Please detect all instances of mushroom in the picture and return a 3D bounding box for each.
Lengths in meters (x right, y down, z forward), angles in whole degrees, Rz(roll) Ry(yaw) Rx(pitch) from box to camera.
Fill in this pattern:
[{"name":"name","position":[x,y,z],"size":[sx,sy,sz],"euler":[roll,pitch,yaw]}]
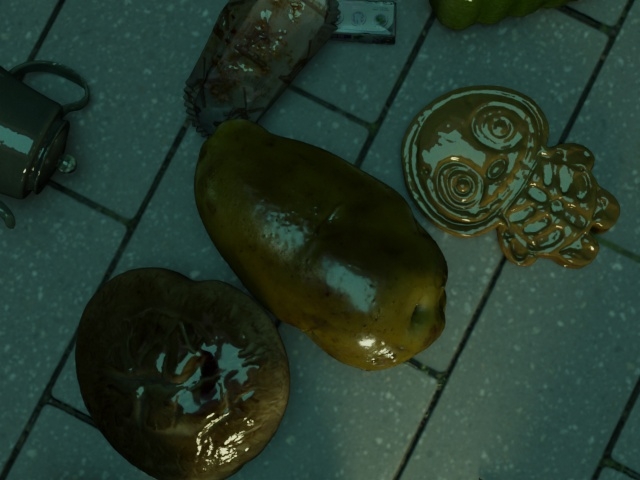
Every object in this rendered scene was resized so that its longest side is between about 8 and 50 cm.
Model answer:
[{"name":"mushroom","position":[-0.168,0.158,1.160],"size":[0.278,0.146,0.278],"euler":[2,96,20]}]

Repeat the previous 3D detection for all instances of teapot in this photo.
[{"name":"teapot","position":[-0.366,-0.128,1.195],"size":[0.149,0.162,0.239],"euler":[23,56,-6]}]

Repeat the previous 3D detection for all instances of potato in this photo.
[{"name":"potato","position":[0.000,0.000,1.164],"size":[0.369,0.176,0.195],"euler":[39,109,3]}]

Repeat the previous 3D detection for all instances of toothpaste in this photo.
[{"name":"toothpaste","position":[0.000,-0.284,1.248],"size":[0.196,0.040,0.047],"euler":[3,84,1]}]

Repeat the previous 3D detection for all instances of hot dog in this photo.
[{"name":"hot dog","position":[-0.080,-0.229,1.206],"size":[0.131,0.069,0.252],"euler":[32,104,-13]}]

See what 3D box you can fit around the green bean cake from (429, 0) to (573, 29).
[{"name":"green bean cake","position":[0.233,-0.410,1.195],"size":[0.247,0.156,0.250],"euler":[-15,86,1]}]

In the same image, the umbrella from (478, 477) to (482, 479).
[{"name":"umbrella","position":[0.245,0.355,1.205],"size":[0.022,0.022,0.149],"euler":[-30,84,-39]}]

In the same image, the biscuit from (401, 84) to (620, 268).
[{"name":"biscuit","position":[0.238,-0.075,1.229],"size":[0.289,0.044,0.202],"euler":[37,87,5]}]
